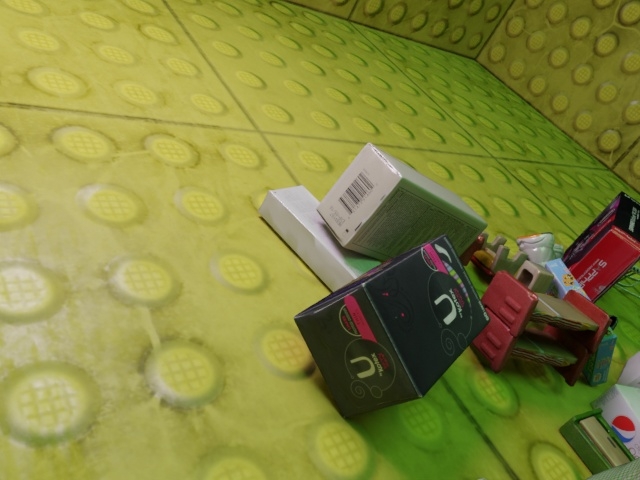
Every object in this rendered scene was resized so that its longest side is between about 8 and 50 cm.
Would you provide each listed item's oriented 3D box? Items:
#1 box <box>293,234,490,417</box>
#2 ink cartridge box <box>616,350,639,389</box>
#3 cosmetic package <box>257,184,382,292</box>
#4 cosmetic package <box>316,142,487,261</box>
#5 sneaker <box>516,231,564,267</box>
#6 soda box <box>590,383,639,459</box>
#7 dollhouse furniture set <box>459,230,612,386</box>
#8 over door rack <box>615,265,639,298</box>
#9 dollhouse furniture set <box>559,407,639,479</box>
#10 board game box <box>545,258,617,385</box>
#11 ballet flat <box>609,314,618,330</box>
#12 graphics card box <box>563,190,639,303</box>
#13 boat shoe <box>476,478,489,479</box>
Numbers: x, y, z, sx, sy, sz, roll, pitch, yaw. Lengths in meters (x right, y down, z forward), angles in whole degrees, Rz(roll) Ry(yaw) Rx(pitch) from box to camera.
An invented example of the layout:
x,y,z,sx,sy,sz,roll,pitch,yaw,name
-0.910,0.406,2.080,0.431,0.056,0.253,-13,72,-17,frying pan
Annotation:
x,y,z,sx,sy,sz,roll,pitch,yaw,name
0.118,0.117,0.817,0.270,0.143,0.165,-25,86,-51,box
0.769,0.314,1.068,0.270,0.197,0.198,45,36,19,ink cartridge box
0.000,0.000,0.994,0.239,0.060,0.099,46,32,21,cosmetic package
0.160,-0.043,1.021,0.309,0.160,0.113,20,27,-47,cosmetic package
0.525,0.063,1.300,0.262,0.099,0.121,19,66,-56,sneaker
0.582,0.367,0.968,0.074,0.069,0.216,15,37,-24,soda box
0.361,0.108,1.101,0.201,0.152,0.374,15,19,-22,dollhouse furniture set
0.907,0.139,1.399,0.324,0.108,0.239,43,1,19,over door rack
0.442,0.309,0.815,0.302,0.197,0.151,2,44,-37,dollhouse furniture set
0.523,0.165,1.119,0.039,0.160,0.211,-16,42,3,board game box
0.621,0.194,1.244,0.173,0.049,0.057,-4,46,-42,ballet flat
0.692,0.029,1.353,0.094,0.232,0.371,40,35,15,graphics card box
0.216,0.365,0.704,0.049,0.040,0.142,33,33,3,boat shoe
